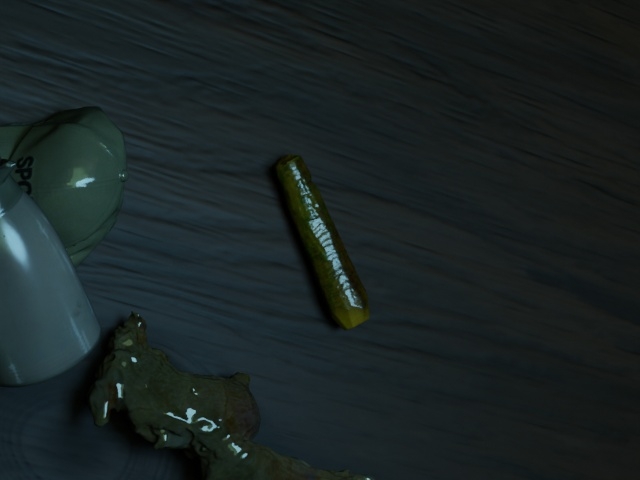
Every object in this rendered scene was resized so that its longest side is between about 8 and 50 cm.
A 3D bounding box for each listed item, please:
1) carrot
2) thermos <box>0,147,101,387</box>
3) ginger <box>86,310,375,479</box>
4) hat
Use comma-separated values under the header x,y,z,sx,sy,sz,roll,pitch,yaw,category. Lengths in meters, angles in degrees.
x,y,z,sx,sy,sz,roll,pitch,yaw,category
0.000,0.000,1.652,0.042,0.042,0.171,-26,95,-28,carrot
-0.273,0.013,1.450,0.105,0.137,0.193,-58,136,-50,thermos
-0.076,0.182,1.576,0.290,0.084,0.122,36,46,-15,ginger
-0.252,-0.044,1.501,0.175,0.085,0.147,-2,85,-29,hat
